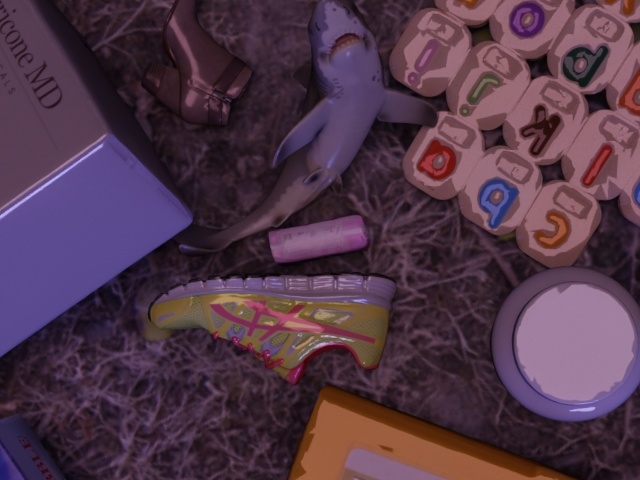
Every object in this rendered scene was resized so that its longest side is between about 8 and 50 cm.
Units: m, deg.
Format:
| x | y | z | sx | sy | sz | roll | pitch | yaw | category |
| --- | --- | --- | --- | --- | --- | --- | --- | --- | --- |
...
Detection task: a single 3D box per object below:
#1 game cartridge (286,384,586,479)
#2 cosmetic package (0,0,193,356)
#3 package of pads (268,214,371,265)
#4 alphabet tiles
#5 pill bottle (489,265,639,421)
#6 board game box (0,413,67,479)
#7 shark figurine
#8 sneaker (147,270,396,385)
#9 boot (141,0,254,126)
| x | y | z | sx | sy | sz | roll | pitch | yaw | category |
| --- | --- | --- | --- | --- | --- | --- | --- | --- | --- |
| 0.104 | 0.305 | 1.184 | 0.324 | 0.053 | 0.285 | 19 | 88 | 9 | game cartridge |
| -0.360 | 0.003 | 1.171 | 0.453 | 0.161 | 0.230 | -35 | 59 | 2 | cosmetic package |
| 0.000 | 0.000 | 1.221 | 0.083 | 0.050 | 0.032 | -11 | 84 | 5 | package of pads |
| 0.207 | -0.130 | 1.213 | 0.284 | 0.021 | 0.278 | 32 | 96 | 9 | alphabet tiles |
| 0.189 | 0.079 | 1.113 | 0.117 | 0.208 | 0.117 | -1 | 85 | 7 | pill bottle |
| -0.285 | 0.364 | 1.193 | 0.318 | 0.066 | 0.318 | -39 | 82 | 12 | board game box |
| -0.022 | -0.090 | 1.224 | 0.278 | 0.166 | 0.116 | -53 | 47 | 26 | shark figurine |
| -0.041 | 0.074 | 1.205 | 0.208 | 0.081 | 0.094 | -1 | 87 | 6 | sneaker |
| -0.099 | -0.159 | 1.254 | 0.087 | 0.042 | 0.118 | 21 | 89 | 2 | boot |
